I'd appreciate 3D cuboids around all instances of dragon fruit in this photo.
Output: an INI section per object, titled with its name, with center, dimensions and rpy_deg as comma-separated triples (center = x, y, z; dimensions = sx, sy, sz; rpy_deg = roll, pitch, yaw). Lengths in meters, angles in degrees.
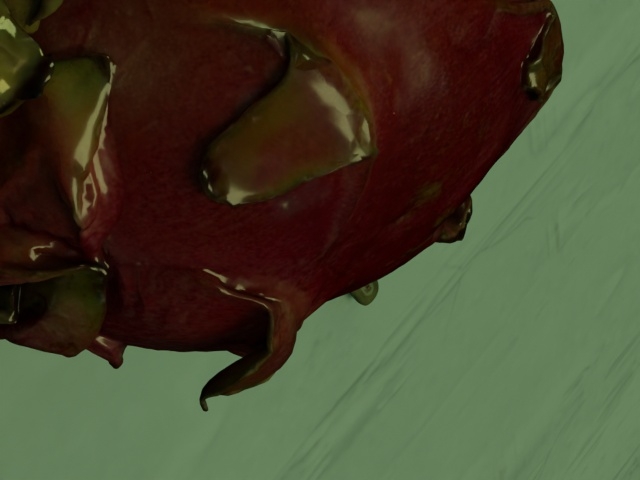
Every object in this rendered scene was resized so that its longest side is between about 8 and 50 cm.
[dragon fruit]
center = -0.026, -0.083, 0.807
dimensions = 0.315, 0.250, 0.250
rpy_deg = -40, 143, -50

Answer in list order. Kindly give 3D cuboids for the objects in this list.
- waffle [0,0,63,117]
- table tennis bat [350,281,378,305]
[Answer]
[waffle]
center = -0.140, -0.047, 0.616
dimensions = 0.065, 0.283, 0.309
rpy_deg = 22, 114, -25
[table tennis bat]
center = 0.000, 0.000, 1.123
dimensions = 0.087, 0.013, 0.156
rpy_deg = -62, 149, -11
